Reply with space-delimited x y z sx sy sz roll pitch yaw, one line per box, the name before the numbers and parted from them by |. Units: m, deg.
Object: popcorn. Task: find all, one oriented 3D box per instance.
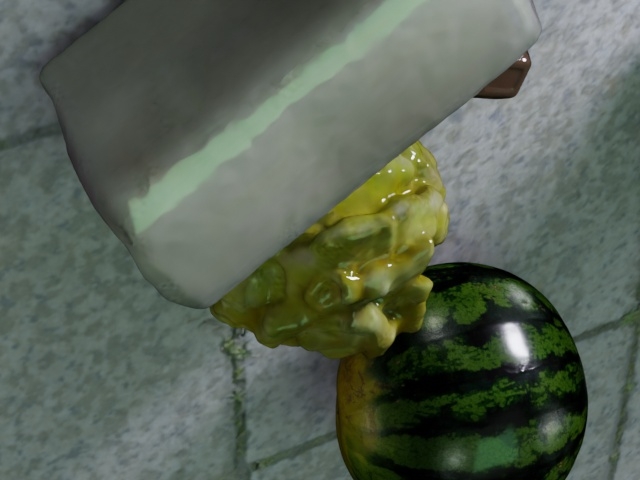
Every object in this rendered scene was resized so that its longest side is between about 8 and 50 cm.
popcorn | 0.000 0.000 1.511 0.259 0.212 0.259 -16 128 -21

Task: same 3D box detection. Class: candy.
candy | -0.031 -0.139 1.358 0.358 0.208 0.145 -38 138 -1

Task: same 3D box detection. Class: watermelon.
watermelon | 0.133 0.154 1.715 0.269 0.269 0.269 -20 136 -21

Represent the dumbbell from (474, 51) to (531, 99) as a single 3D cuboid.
dumbbell | 0.170 -0.230 1.519 0.092 0.082 0.231 3 124 -36
